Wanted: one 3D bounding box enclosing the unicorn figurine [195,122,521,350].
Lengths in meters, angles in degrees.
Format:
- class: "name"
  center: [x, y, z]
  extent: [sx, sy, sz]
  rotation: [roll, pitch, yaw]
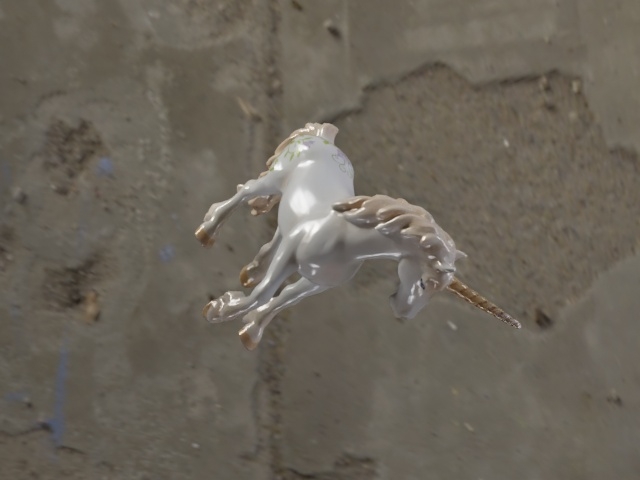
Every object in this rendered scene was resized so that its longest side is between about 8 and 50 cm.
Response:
- class: "unicorn figurine"
  center: [0.000, 0.000, 0.671]
  extent: [0.111, 0.060, 0.162]
  rotation: [-38, 49, 17]
